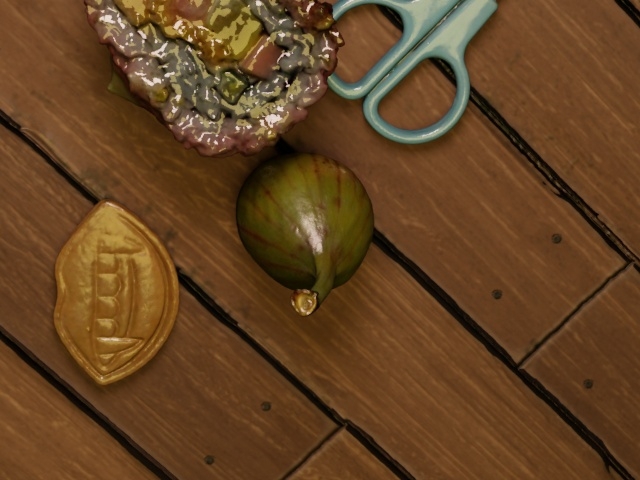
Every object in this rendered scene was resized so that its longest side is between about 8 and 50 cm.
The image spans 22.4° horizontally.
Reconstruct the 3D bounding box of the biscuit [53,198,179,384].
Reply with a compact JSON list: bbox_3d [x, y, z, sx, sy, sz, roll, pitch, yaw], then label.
[{"bbox_3d":[-0.230,0.061,1.828,0.142,0.029,0.220,5,108,-8],"label":"biscuit"}]

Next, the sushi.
[{"bbox_3d":[-0.121,-0.221,1.673,0.236,0.171,0.270,-39,106,7],"label":"sushi"}]

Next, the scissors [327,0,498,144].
[{"bbox_3d":[0.192,-0.300,1.753,0.447,0.029,0.192,-45,107,9],"label":"scissors"}]

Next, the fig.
[{"bbox_3d":[0.000,0.000,1.714,0.151,0.259,0.151,-5,112,-13],"label":"fig"}]
